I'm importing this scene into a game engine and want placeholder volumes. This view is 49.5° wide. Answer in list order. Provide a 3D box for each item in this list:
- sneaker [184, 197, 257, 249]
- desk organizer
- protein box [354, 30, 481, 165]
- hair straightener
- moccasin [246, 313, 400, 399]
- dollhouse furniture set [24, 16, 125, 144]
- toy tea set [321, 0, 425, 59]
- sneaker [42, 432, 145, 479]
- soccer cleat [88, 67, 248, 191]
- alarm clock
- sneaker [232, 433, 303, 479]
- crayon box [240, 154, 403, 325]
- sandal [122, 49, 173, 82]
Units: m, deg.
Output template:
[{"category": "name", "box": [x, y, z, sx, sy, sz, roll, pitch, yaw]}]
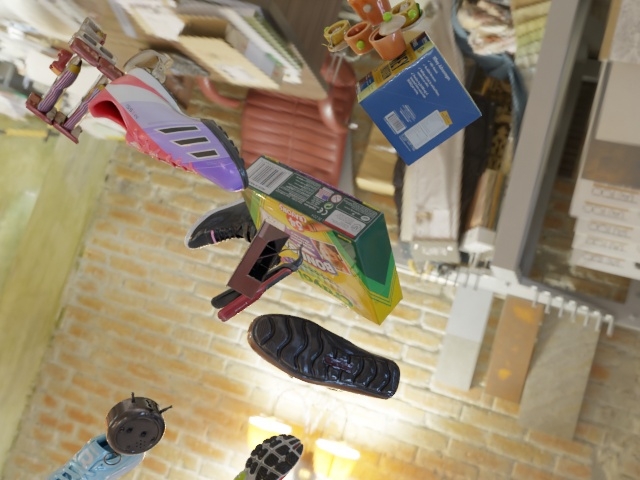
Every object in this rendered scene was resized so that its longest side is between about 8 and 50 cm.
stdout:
[{"category": "sneaker", "box": [-0.259, -0.031, 2.096, 0.147, 0.295, 0.105, 48, 159, 39]}, {"category": "desk organizer", "box": [-0.103, 0.033, 1.138, 0.050, 0.130, 0.047, 30, -144, -6]}, {"category": "protein box", "box": [0.219, -0.321, 1.575, 0.200, 0.201, 0.136, 48, -162, -24]}, {"category": "hair straightener", "box": [-0.133, 0.072, 1.455, 0.089, 0.230, 0.047, 50, 176, 41]}, {"category": "moccasin", "box": [0.000, 0.262, 1.573, 0.379, 0.139, 0.147, 19, 162, -27]}, {"category": "dollhouse furniture set", "box": [-0.624, -0.427, 1.819, 0.152, 0.201, 0.374, 38, -166, -26]}, {"category": "toy tea set", "box": [0.118, -0.529, 1.613, 0.124, 0.200, 0.336, 54, 172, -32]}, {"category": "sneaker", "box": [-0.620, 0.592, 1.816, 0.135, 0.150, 0.366, 31, -138, 24]}, {"category": "soccer cleat", "box": [-0.247, -0.164, 1.135, 0.318, 0.116, 0.109, 40, 152, 22]}, {"category": "alarm clock", "box": [-0.425, 0.434, 1.554, 0.129, 0.192, 0.064, 29, -166, -33]}, {"category": "sneaker", "box": [-0.154, 0.604, 1.754, 0.107, 0.279, 0.118, 40, 161, 25]}, {"category": "crayon box", "box": [0.000, 0.000, 1.600, 0.362, 0.106, 0.313, 28, 152, 34]}, {"category": "sandal", "box": [-0.467, -0.486, 1.985, 0.079, 0.088, 0.240, 46, -160, 0]}]
